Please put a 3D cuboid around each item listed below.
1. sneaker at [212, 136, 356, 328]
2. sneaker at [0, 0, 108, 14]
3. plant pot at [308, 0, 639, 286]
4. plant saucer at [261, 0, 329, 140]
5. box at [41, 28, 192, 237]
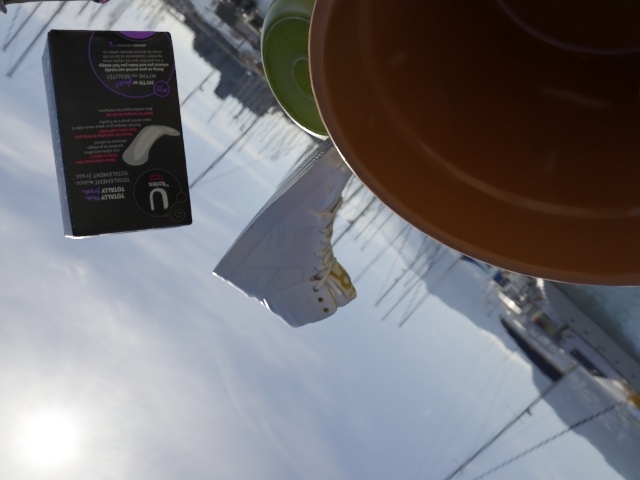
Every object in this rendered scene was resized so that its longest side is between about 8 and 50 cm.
[{"bbox_3d":[0.000,0.000,0.882,0.169,0.292,0.108,39,-140,-6],"label":"sneaker"},{"bbox_3d":[-0.191,-0.284,0.665,0.131,0.319,0.112,58,154,21],"label":"sneaker"},{"bbox_3d":[0.165,-0.138,0.417,0.291,0.203,0.291,19,147,13],"label":"plant pot"},{"bbox_3d":[-0.006,-0.238,0.976,0.241,0.037,0.241,32,143,28],"label":"plant saucer"},{"bbox_3d":[-0.289,-0.145,0.970,0.165,0.270,0.143,-7,-177,-25],"label":"box"}]
